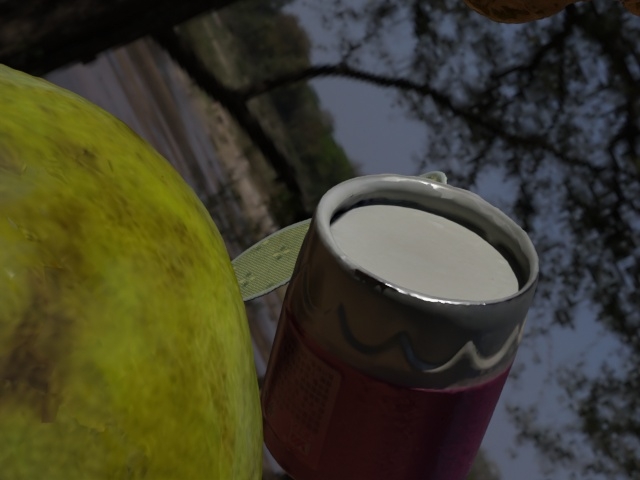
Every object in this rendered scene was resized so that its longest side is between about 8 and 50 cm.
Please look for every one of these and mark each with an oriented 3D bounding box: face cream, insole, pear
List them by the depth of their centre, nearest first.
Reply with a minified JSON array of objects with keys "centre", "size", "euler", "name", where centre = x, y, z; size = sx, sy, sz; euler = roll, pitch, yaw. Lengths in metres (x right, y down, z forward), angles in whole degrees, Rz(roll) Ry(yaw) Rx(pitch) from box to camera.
[{"centre":[-0.198,0.089,0.552],"size":[0.352,0.352,0.413],"euler":[64,1,37],"name":"pear"},{"centre":[0.054,0.074,0.961],"size":[0.175,0.175,0.195],"euler":[-116,-147,-51],"name":"face cream"},{"centre":[0.000,0.000,1.416],"size":[0.007,0.322,0.109],"euler":[48,34,-29],"name":"insole"}]

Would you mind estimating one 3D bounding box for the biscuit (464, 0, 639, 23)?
[{"centre":[0.157,-0.192,0.537],"size":[0.202,0.288,0.044],"euler":[43,44,-17],"name":"biscuit"}]
